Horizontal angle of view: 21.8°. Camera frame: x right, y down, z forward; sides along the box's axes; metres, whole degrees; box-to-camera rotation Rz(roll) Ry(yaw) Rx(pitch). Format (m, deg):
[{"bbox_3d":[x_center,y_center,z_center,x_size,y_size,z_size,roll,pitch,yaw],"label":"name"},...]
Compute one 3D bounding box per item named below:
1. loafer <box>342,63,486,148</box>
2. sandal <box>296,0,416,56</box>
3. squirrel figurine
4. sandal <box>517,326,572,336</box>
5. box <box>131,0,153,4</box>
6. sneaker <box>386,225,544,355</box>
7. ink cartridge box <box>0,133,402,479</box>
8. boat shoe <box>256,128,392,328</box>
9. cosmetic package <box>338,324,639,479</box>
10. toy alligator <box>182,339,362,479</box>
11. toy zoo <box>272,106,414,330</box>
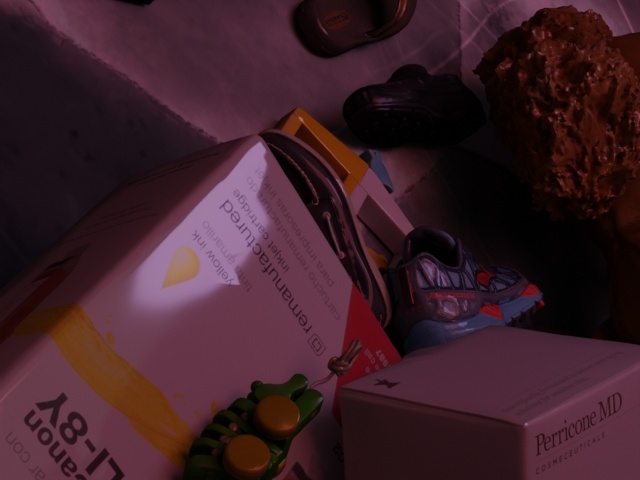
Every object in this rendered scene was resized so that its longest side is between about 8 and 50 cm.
[{"bbox_3d":[0.090,-0.142,1.709,0.223,0.076,0.078,-4,62,-54],"label":"loafer"},{"bbox_3d":[0.051,-0.257,1.753,0.090,0.060,0.219,58,37,0],"label":"sandal"},{"bbox_3d":[0.322,-0.055,1.751,0.397,0.281,0.370,31,44,-22],"label":"squirrel figurine"},{"bbox_3d":[0.171,0.178,1.539,0.446,0.107,0.167,-18,79,-52],"label":"sandal"},{"bbox_3d":[-0.234,-0.315,1.492,0.184,0.045,0.190,6,59,-49],"label":"box"},{"bbox_3d":[0.132,0.037,1.558,0.125,0.104,0.262,65,18,1],"label":"sneaker"},{"bbox_3d":[-0.120,0.153,1.107,0.279,0.160,0.384,58,46,-17],"label":"ink cartridge box"},{"bbox_3d":[-0.008,-0.001,1.444,0.206,0.075,0.065,61,34,-3],"label":"boat shoe"},{"bbox_3d":[0.131,0.260,1.154,0.197,0.155,0.365,-20,112,-49],"label":"cosmetic package"},{"bbox_3d":[-0.038,0.115,1.050,0.051,0.056,0.189,29,47,11],"label":"toy alligator"},{"bbox_3d":[0.000,0.000,1.538,0.192,0.030,0.293,46,39,-14],"label":"toy zoo"}]
